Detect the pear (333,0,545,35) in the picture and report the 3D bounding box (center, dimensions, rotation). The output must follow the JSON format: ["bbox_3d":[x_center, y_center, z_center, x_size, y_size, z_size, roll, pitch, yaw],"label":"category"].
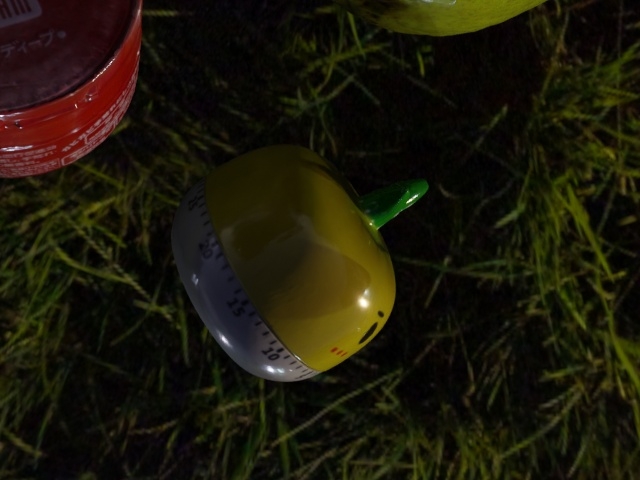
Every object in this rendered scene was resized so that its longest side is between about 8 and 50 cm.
[{"bbox_3d":[0.111,-0.389,0.759,0.391,0.391,0.391,2,128,3],"label":"pear"}]

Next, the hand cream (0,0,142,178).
[{"bbox_3d":[-0.214,-0.145,0.573,0.193,0.193,0.125,17,159,-9],"label":"hand cream"}]

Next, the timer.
[{"bbox_3d":[0.000,0.000,0.964,0.285,0.285,0.285,2,128,3],"label":"timer"}]
